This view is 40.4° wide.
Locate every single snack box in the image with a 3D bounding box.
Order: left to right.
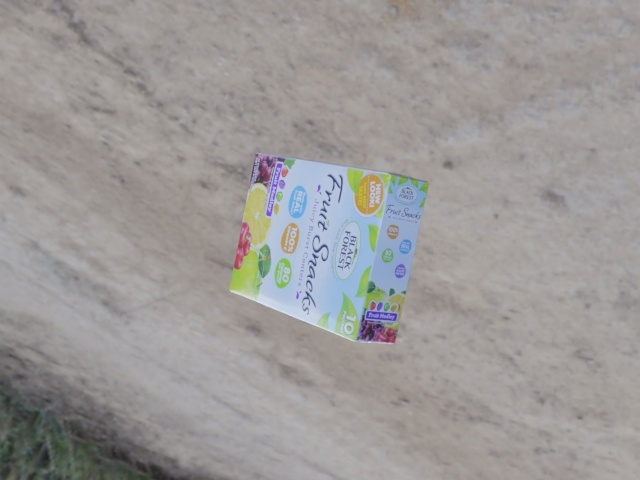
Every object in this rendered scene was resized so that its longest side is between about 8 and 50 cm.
[{"bbox_3d":[0.000,0.000,0.558,0.037,0.100,0.141,7,-175,-39],"label":"snack box"}]
